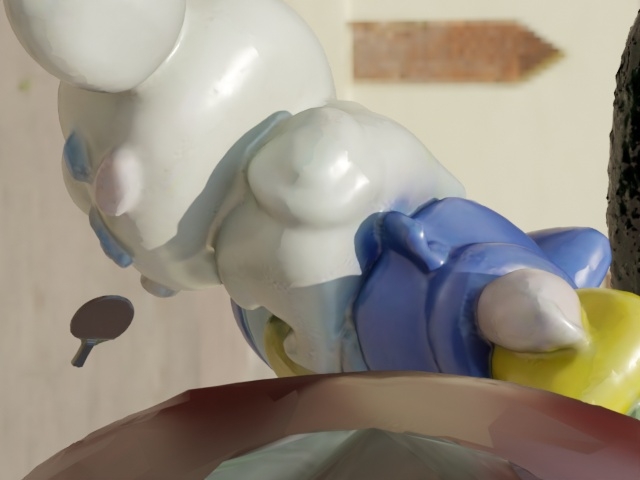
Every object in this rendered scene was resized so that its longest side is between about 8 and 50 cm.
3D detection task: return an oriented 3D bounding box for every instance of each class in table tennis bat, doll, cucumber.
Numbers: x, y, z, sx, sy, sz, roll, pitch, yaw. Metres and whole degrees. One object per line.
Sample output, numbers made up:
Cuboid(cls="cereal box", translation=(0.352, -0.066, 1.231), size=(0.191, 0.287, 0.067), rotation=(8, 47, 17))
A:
Cuboid(cls="table tennis bat", translation=(-0.176, 0.071, 1.508), size=(0.083, 0.050, 0.007), rotation=(-56, -138, 37))
Cuboid(cls="doll", translation=(-0.005, 0.007, 0.940), size=(0.187, 0.365, 0.376), rotation=(-54, 175, 8))
Cuboid(cls="cucumber", translation=(0.187, -0.031, 1.047), size=(0.067, 0.067, 0.245), rotation=(-84, 168, -61))

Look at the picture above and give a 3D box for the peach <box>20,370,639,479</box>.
Cuboid(cls="peach", translation=(0.030, 0.197, 0.564), size=(0.406, 0.335, 0.310), rotation=(44, -21, 50))
